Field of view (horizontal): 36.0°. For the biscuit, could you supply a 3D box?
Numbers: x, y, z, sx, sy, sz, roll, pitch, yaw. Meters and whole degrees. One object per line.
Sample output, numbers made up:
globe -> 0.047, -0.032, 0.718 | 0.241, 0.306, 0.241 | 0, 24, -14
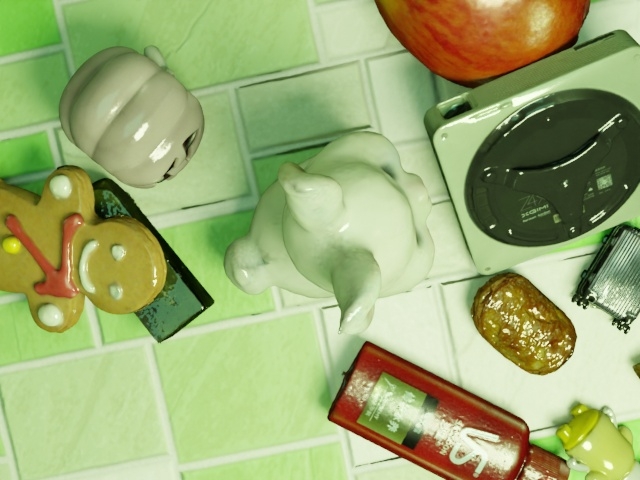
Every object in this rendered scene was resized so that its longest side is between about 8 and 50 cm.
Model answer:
biscuit -> -0.348, 0.008, 1.241 | 0.340, 0.047, 0.216 | 18, 105, 21

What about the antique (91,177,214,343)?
antique -> -0.240, 0.022, 1.283 | 0.080, 0.081, 0.221 | -39, 90, 3

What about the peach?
peach -> 0.198, -0.318, 1.165 | 0.281, 0.238, 0.280 | 1, 85, -17

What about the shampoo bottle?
shampoo bottle -> 0.168, 0.249, 1.279 | 0.314, 0.076, 0.118 | 27, 86, 1

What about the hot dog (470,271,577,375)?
hot dog -> 0.260, 0.107, 1.272 | 0.147, 0.065, 0.099 | 39, 95, 0

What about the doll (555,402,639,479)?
doll -> 0.379, 0.287, 1.276 | 0.162, 0.062, 0.106 | 45, 62, 2

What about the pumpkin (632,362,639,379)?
pumpkin -> 0.584, 0.222, 1.250 | 0.290, 0.095, 0.258 | -23, 96, 7

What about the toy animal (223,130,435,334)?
toy animal -> 0.009, -0.005, 1.136 | 0.241, 0.367, 0.196 | -28, 95, -7

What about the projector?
projector -> 0.280, -0.092, 1.187 | 0.257, 0.079, 0.259 | -22, 132, 5

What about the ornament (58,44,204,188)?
ornament -> -0.228, -0.158, 1.225 | 0.178, 0.177, 0.177 | 0, 94, 3

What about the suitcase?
suitcase -> 0.389, 0.046, 1.265 | 0.086, 0.059, 0.126 | 30, 95, -1
